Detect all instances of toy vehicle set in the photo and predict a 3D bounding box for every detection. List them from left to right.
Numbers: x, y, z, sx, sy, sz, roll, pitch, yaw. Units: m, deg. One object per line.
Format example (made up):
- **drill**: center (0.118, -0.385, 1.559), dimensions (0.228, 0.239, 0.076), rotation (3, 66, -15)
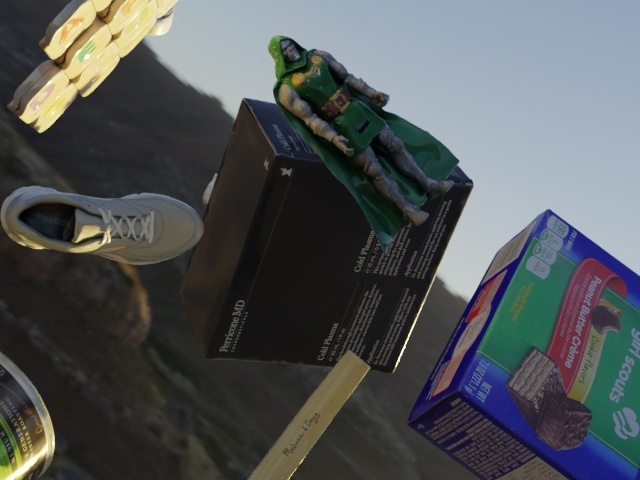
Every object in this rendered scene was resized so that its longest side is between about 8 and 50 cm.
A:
- **toy vehicle set**: center (-0.047, 0.263, 1.404), dimensions (0.035, 0.267, 0.166), rotation (38, -37, 4)

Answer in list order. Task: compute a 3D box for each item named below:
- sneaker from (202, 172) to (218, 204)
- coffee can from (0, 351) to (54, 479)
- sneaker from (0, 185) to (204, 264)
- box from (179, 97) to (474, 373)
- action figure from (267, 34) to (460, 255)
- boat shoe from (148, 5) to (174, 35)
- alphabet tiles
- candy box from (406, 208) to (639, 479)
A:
- **sneaker**: center (-0.150, -0.047, 2.012), dimensions (0.053, 0.061, 0.152), rotation (14, -28, 50)
- **coffee can**: center (-0.441, 0.248, 1.211), dimensions (0.201, 0.201, 0.275), rotation (41, 38, 4)
- **sneaker**: center (-0.277, -0.015, 1.506), dimensions (0.262, 0.099, 0.121), rotation (2, 4, -14)
- **box**: center (0.000, 0.000, 1.711), dimensions (0.312, 0.343, 0.179), rotation (7, 29, -27)
- **action figure**: center (0.031, -0.114, 1.162), dimensions (0.232, 0.137, 0.063), rotation (44, -26, -13)
- **boat shoe**: center (-0.255, -0.408, 1.696), dimensions (0.108, 0.102, 0.301), rotation (14, 36, -19)
- **alphabet tiles**: center (-0.179, -0.214, 1.092), dimensions (0.021, 0.284, 0.278), rotation (43, -5, -1)
- **candy box**: center (0.293, 0.169, 1.245), dimensions (0.317, 0.268, 0.122), rotation (37, -35, -5)
